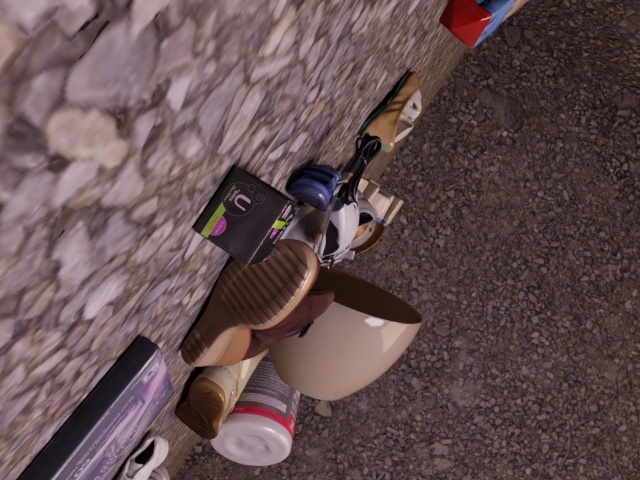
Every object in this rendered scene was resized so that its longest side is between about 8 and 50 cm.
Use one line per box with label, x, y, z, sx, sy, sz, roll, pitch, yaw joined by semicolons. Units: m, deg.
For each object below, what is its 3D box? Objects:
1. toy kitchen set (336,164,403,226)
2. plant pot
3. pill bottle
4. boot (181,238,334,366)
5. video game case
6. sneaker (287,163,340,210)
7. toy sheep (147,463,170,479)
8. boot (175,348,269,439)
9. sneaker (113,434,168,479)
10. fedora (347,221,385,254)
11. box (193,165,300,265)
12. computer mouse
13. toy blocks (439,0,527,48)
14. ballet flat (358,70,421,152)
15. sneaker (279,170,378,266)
toy kitchen set;0.046;-0.091;1.100;0.207;0.166;0.122;20;106;-48
plant pot;0.014;0.169;0.946;0.284;0.284;0.191;-32;144;-81
pill bottle;-0.130;0.323;1.205;0.318;0.176;0.176;-80;-164;-49
boot;-0.045;0.073;0.684;0.248;0.090;0.207;-42;160;31
video game case;-0.223;0.210;0.531;0.196;0.026;0.274;-54;175;-26
sneaker;-0.005;-0.073;0.677;0.059;0.053;0.144;-62;-179;4
toy sheep;-0.319;0.450;0.968;0.091;0.091;0.132;-56;-170;1
boot;-0.181;0.261;1.031;0.203;0.095;0.262;-55;174;-41
sneaker;-0.300;0.375;0.834;0.152;0.054;0.061;-61;170;-29
fedora;0.074;-0.052;1.365;0.194;0.194;0.079;-55;140;-17
box;-0.057;-0.019;0.439;0.062;0.052;0.083;-56;178;3
computer mouse;0.037;-0.043;0.709;0.193;0.042;0.106;106;5;-53
toy blocks;0.226;-0.351;0.470;0.261;0.191;0.381;-42;172;-23
ballet flat;0.149;-0.239;1.001;0.232;0.073;0.080;-54;176;-36
sneaker;0.000;0.000;0.823;0.281;0.115;0.105;-50;174;-34
